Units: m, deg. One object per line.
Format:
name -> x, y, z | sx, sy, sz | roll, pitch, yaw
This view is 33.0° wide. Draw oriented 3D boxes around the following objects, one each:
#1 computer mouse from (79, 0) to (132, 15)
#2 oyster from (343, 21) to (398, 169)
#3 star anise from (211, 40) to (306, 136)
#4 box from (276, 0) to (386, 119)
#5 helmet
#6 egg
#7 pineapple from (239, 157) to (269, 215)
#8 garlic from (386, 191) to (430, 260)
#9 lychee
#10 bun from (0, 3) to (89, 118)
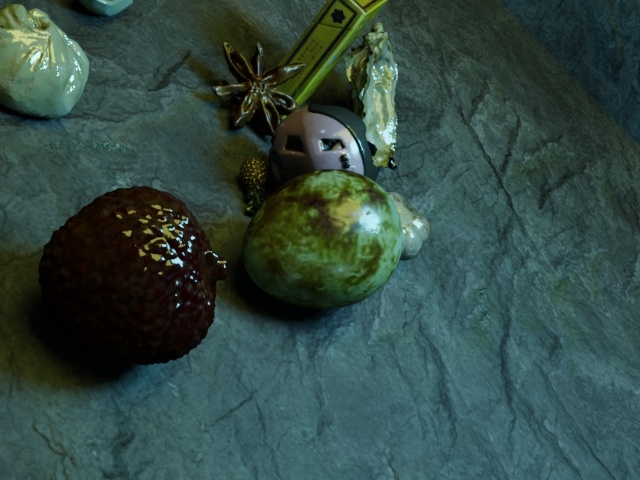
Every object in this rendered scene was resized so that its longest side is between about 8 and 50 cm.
computer mouse -> -0.437, -0.487, 2.159 | 0.089, 0.056, 0.181 | 40, 24, -1
oyster -> 0.100, -0.323, 2.345 | 0.221, 0.096, 0.361 | 37, 52, -70
star anise -> -0.123, -0.299, 2.179 | 0.196, 0.111, 0.212 | -7, 69, -9
box -> 0.007, -0.410, 2.272 | 0.084, 0.301, 0.193 | 41, 31, -2
helmet -> -0.015, -0.146, 1.996 | 0.154, 0.253, 0.198 | -33, 112, -45
egg -> 0.000, 0.000, 1.823 | 0.289, 0.238, 0.238 | -12, 55, -28
pineapple -> -0.123, -0.095, 1.988 | 0.058, 0.058, 0.124 | 22, 39, -24
garlic -> 0.133, -0.025, 2.111 | 0.159, 0.102, 0.147 | 20, 49, -7
lychee -> -0.258, 0.049, 1.501 | 0.260, 0.260, 0.260 | 26, 34, -19
bun -> -0.492, -0.316, 1.822 | 0.231, 0.133, 0.231 | 24, 34, -18
